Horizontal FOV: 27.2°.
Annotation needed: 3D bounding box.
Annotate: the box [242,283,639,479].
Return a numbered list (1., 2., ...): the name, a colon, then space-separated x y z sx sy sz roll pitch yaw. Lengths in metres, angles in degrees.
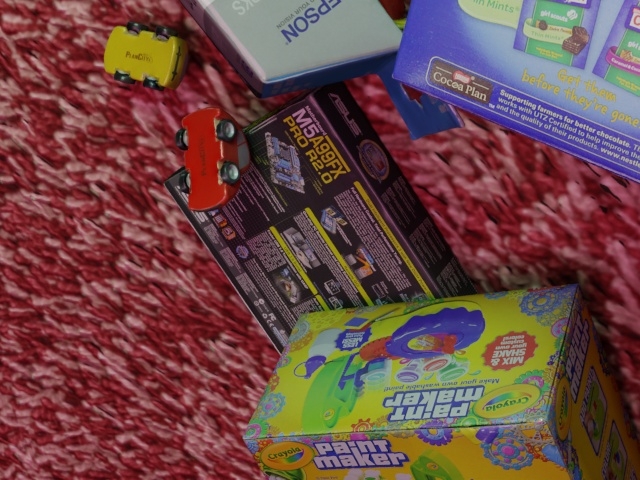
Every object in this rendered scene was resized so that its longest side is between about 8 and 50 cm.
1. box: 0.131 0.213 1.242 0.290 0.177 0.279 -7 126 28

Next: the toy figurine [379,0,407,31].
1. toy figurine: 0.245 -0.166 1.070 0.362 0.191 0.217 5 147 29

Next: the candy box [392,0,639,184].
1. candy box: 0.219 -0.208 0.825 0.268 0.122 0.317 26 122 18

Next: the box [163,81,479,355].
1. box: 0.000 0.000 1.317 0.216 0.060 0.270 -27 101 36

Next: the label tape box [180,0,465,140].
1. label tape box: -0.046 -0.195 1.055 0.115 0.249 0.348 -37 95 -1

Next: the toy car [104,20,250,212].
1. toy car: -0.088 -0.173 1.248 0.225 0.053 0.239 -48 59 24
